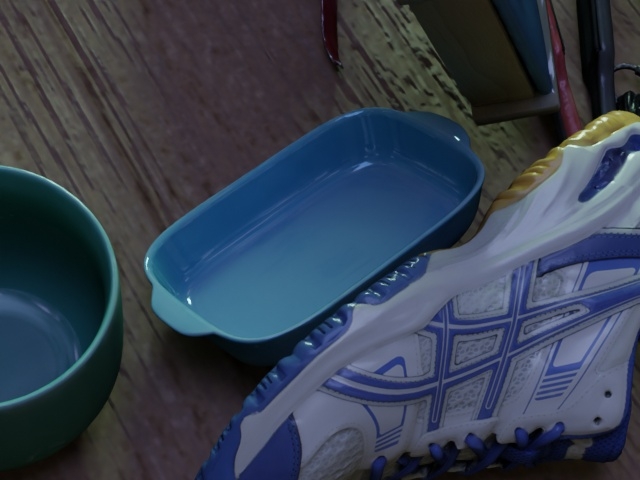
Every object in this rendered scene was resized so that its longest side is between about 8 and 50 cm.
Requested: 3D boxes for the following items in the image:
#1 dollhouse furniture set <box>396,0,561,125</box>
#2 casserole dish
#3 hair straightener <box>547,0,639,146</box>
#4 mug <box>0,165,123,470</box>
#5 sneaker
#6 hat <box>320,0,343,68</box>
[{"bbox_3d":[0.190,-0.217,0.854,0.303,0.198,0.286,-9,75,13],"label":"dollhouse furniture set"},{"bbox_3d":[0.000,0.000,0.893,0.188,0.037,0.114,-35,43,-23],"label":"casserole dish"},{"bbox_3d":[0.166,-0.080,0.963,0.089,0.047,0.230,-6,60,-7],"label":"hair straightener"},{"bbox_3d":[-0.167,0.035,0.842,0.129,0.097,0.158,-39,68,-22],"label":"mug"},{"bbox_3d":[0.079,0.066,0.830,0.296,0.112,0.131,-37,80,-11],"label":"sneaker"},{"bbox_3d":[0.026,-0.241,1.045,0.208,0.173,0.183,-38,102,-1],"label":"hat"}]
